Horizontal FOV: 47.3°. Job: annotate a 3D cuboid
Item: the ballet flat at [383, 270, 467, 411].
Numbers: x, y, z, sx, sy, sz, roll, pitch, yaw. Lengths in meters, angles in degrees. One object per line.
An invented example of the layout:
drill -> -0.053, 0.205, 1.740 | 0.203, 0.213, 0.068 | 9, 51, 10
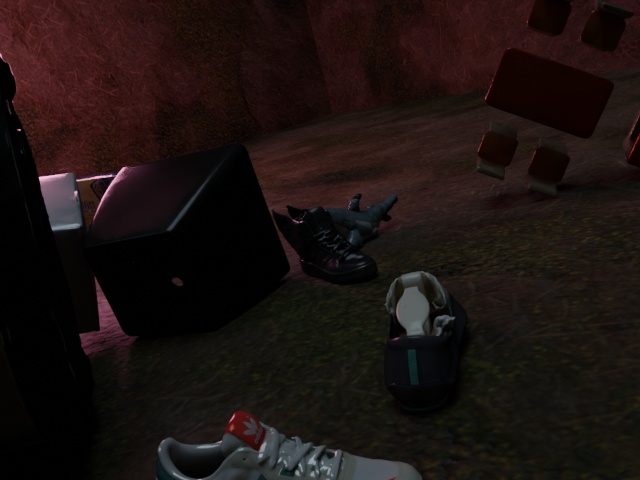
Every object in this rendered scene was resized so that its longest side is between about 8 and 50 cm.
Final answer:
ballet flat -> 0.085, 0.065, 0.610 | 0.074, 0.074, 0.203 | -11, 14, 13

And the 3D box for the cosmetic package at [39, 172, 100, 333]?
cosmetic package -> -0.468, 0.037, 0.890 | 0.365, 0.155, 0.197 | -8, 26, -15

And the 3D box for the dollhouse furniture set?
dollhouse furniture set -> 0.355, -0.179, 0.976 | 0.259, 0.262, 0.135 | 20, 22, 6

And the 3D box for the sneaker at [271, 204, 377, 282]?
sneaker -> 0.002, -0.001, 0.919 | 0.051, 0.089, 0.170 | -22, 15, -30

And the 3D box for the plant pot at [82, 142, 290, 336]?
plant pot -> -0.170, 0.014, 0.886 | 0.188, 0.188, 0.167 | -9, 26, 21

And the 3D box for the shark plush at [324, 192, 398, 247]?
shark plush -> 0.059, -0.034, 1.040 | 0.161, 0.067, 0.073 | -21, 15, -26

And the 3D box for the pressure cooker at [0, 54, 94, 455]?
pressure cooker -> -0.428, 0.044, 0.589 | 0.420, 0.376, 0.370 | -14, 20, -17

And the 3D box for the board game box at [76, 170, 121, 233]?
board game box -> -0.338, -0.036, 1.257 | 0.042, 0.165, 0.243 | -26, 18, -40

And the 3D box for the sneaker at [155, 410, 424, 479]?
sneaker -> -0.023, 0.136, 0.422 | 0.161, 0.075, 0.057 | -11, 14, 16
